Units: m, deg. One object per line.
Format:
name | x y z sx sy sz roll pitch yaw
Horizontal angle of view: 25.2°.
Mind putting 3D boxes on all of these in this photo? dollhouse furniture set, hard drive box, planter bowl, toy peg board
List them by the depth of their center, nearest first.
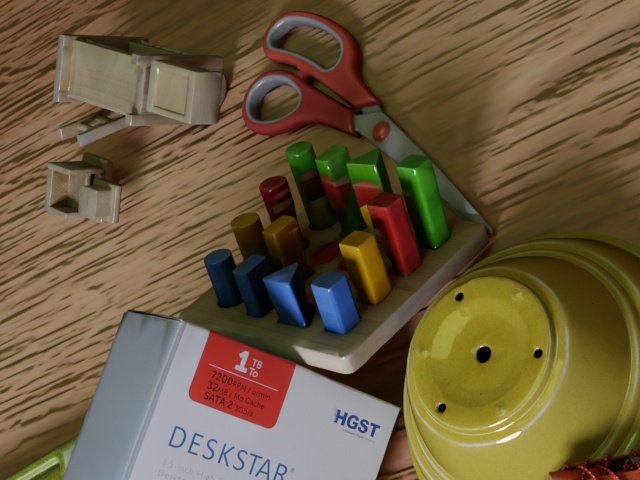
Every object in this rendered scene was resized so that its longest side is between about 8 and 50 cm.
planter bowl | 0.121 0.082 0.894 0.217 0.090 0.217 -16 61 32
hard drive box | -0.075 0.184 0.934 0.089 0.181 0.232 3 72 59
toy peg board | 0.000 0.000 0.980 0.161 0.079 0.160 10 39 43
dollhouse furniture set | -0.132 -0.078 1.196 0.182 0.101 0.161 21 108 42

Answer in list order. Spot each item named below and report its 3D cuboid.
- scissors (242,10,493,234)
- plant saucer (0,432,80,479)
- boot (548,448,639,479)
scissors | 0.042 -0.099 1.088 0.297 0.021 0.109 28 89 43
plant saucer | -0.227 0.253 1.127 0.188 0.045 0.188 -32 53 24
boot | 0.178 0.142 0.816 0.158 0.084 0.059 -53 7 6
